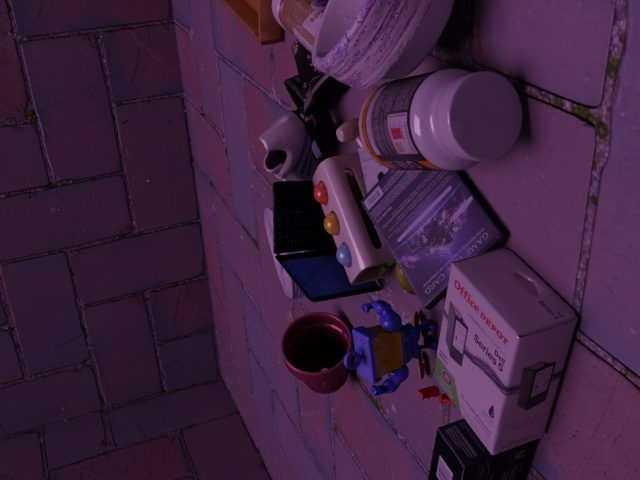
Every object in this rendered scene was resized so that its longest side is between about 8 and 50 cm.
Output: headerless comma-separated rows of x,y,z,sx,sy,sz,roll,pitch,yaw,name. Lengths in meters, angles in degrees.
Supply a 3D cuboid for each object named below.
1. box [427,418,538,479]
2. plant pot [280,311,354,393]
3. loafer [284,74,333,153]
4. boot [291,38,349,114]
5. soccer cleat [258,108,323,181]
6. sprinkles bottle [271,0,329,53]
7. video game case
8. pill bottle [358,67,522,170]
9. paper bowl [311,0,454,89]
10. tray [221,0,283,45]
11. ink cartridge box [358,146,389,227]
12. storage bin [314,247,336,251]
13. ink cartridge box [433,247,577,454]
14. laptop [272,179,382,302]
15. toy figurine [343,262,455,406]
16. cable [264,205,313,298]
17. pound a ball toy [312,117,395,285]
0.288,0.393,1.323,0.093,0.158,0.156,-126,29,-46,box
0.003,0.331,2.073,0.180,0.201,0.201,74,169,-49,plant pot
-0.030,-0.316,1.863,0.076,0.078,0.223,124,128,-65,loafer
-0.004,-0.415,1.725,0.236,0.085,0.179,141,117,-68,boot
-0.072,-0.195,1.845,0.116,0.143,0.331,49,170,29,soccer cleat
0.010,-0.457,1.597,0.355,0.121,0.121,-126,29,-47,sprinkles bottle
0.195,-0.041,1.340,0.196,0.026,0.274,-48,51,25,video game case
0.188,-0.193,1.201,0.278,0.162,0.162,-165,63,-67,pill bottle
0.112,-0.381,1.211,0.284,0.148,0.284,-54,23,36,paper bowl
-0.209,-0.732,2.105,0.411,0.076,0.203,-124,27,-47,tray
0.148,-0.117,1.507,0.127,0.072,0.175,173,84,-70,ink cartridge box
0.000,0.000,1.990,0.122,0.084,0.180,-130,32,-52,storage bin
0.295,0.181,1.226,0.198,0.114,0.273,-126,29,-48,ink cartridge box
0.018,-0.008,1.731,0.136,0.234,0.264,6,99,46,laptop
0.151,0.200,1.494,0.191,0.217,0.363,-146,46,-63,toy figurine
-0.074,0.025,1.902,0.257,0.089,0.257,-128,26,-68,cable
0.073,-0.084,1.648,0.208,0.135,0.319,120,133,-64,pound a ball toy
